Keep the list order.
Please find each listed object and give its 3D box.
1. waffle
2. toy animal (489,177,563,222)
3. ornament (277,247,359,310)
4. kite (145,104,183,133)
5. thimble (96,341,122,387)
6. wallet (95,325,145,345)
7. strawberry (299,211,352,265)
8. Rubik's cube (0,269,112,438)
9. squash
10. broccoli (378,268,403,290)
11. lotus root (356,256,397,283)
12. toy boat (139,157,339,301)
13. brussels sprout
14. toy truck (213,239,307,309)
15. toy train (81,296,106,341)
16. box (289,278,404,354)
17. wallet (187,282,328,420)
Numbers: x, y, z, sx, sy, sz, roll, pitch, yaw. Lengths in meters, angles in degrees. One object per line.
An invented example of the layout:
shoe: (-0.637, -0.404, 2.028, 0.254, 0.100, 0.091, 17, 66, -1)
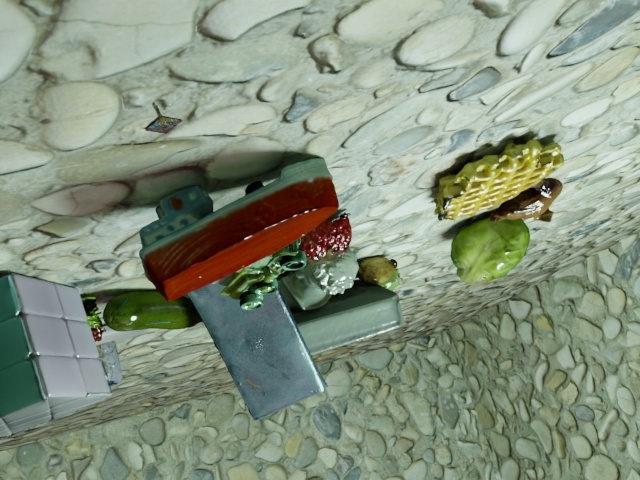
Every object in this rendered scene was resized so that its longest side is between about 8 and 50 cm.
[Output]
waffle: (0.350, -0.119, 1.590, 0.307, 0.060, 0.312, -30, 161, 30)
toy animal: (0.466, -0.095, 1.786, 0.188, 0.089, 0.179, -25, 150, 21)
ornament: (-0.010, 0.092, 1.784, 0.130, 0.120, 0.285, -30, 174, -31)
kite: (-0.198, -0.145, 0.942, 0.044, 0.002, 0.078, -23, 166, 14)
thimble: (-0.555, 0.308, 1.892, 0.127, 0.117, 0.151, -15, 165, -7)
wallet: (-0.500, 0.219, 1.804, 0.190, 0.033, 0.095, -14, 166, -17)
strawberry: (0.000, 0.000, 1.538, 0.145, 0.086, 0.145, -16, 163, -5)
Rubik's cube: (-0.537, 0.205, 1.338, 0.231, 0.224, 0.221, -23, 166, 9)
squash: (-0.340, 0.152, 1.655, 0.087, 0.087, 0.331, -26, 162, 23)
broccoli: (0.104, 0.176, 2.239, 0.304, 0.145, 0.165, -32, 172, 3)
lotus root: (0.137, 0.080, 2.002, 0.152, 0.072, 0.063, -8, 154, -34)
toy boat: (-0.125, -0.041, 1.190, 0.332, 0.133, 0.145, -26, 162, -16)
brussels sprout: (0.440, 0.015, 2.004, 0.223, 0.161, 0.223, -33, -176, 2)
toy truck: (-0.130, 0.028, 1.417, 0.135, 0.128, 0.259, 8, 153, -31)
toy train: (-0.492, 0.168, 1.602, 0.085, 0.053, 0.249, -6, 162, -14)
box: (-0.018, 0.198, 1.961, 0.397, 0.111, 0.396, -16, -173, -11)
wallet: (-0.137, 0.212, 1.694, 0.191, 0.379, 0.046, -23, -156, 0)
